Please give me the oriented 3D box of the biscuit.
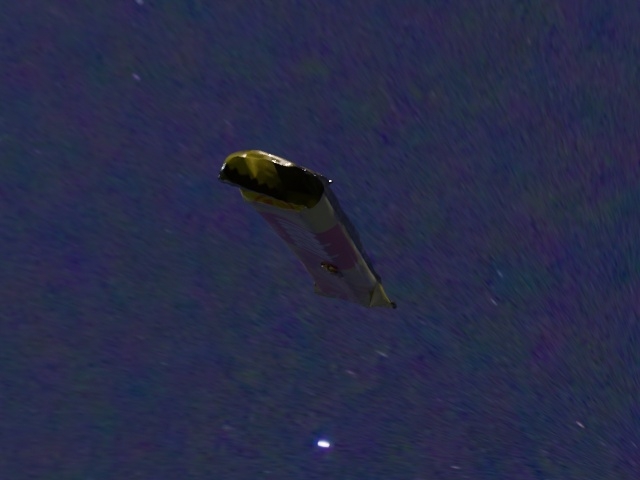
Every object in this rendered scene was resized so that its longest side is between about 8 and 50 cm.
[{"bbox_3d":[0.000,0.000,0.920,0.048,0.292,0.026,20,-98,12],"label":"biscuit"}]
